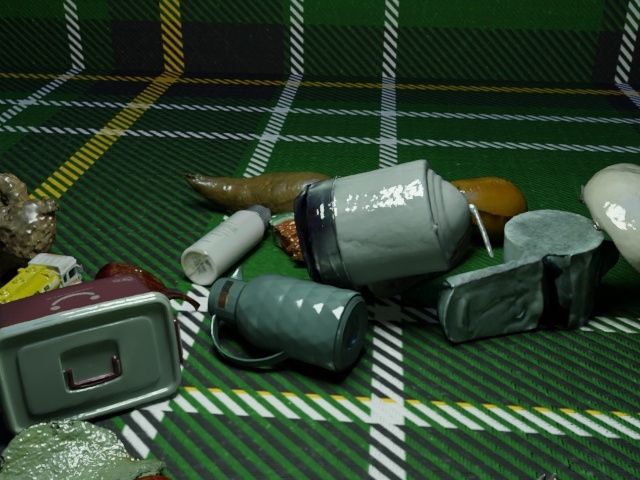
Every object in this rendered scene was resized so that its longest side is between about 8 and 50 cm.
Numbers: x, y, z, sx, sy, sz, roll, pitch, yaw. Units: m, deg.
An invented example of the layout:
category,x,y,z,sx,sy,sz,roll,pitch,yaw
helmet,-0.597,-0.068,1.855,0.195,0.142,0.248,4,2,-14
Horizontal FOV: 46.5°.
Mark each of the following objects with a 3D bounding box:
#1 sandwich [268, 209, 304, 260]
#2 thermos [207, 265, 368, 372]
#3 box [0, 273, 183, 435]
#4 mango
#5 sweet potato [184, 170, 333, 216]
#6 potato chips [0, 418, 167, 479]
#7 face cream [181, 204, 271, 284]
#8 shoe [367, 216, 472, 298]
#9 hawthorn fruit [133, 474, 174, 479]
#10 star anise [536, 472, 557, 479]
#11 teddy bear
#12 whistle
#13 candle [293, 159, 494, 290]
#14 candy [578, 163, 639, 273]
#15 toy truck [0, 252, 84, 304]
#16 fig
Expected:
category,x,y,z,sx,sy,sz,roll,pitch,yaw
sandwich,0.006,-0.002,1.691,0.235,0.079,0.159,-7,38,-7
thermos,-0.073,0.147,1.332,0.287,0.145,0.182,10,62,23
box,-0.388,0.174,1.217,0.294,0.193,0.167,-13,21,-23
mango,0.379,-0.078,1.739,0.236,0.136,0.166,11,29,-20
sweet potato,-0.126,-0.114,1.840,0.423,0.130,0.130,6,27,12
potato chips,-0.336,0.325,1.051,0.228,0.059,0.167,16,36,17
face cream,-0.191,-0.008,1.670,0.092,0.092,0.311,12,30,22
shoe,0.181,0.010,1.612,0.316,0.124,0.159,-25,35,-35
hawthorn fruit,-0.231,0.377,0.877,0.204,0.162,0.162,-25,32,-8
star anise,0.231,0.397,0.960,0.227,0.218,0.148,-31,52,27
teddy bear,-0.702,-0.029,1.580,0.296,0.246,0.222,16,-13,-5
whistle,0.406,0.082,1.425,0.188,0.168,0.405,22,38,38
candle,0.131,-0.031,1.384,0.343,0.221,0.221,-12,24,14
candy,0.672,-0.009,1.429,0.386,0.186,0.427,46,24,-2
toy truck,-0.544,0.105,1.417,0.098,0.114,0.227,6,27,12
fig,-0.325,0.110,1.409,0.201,0.133,0.146,4,35,-12
